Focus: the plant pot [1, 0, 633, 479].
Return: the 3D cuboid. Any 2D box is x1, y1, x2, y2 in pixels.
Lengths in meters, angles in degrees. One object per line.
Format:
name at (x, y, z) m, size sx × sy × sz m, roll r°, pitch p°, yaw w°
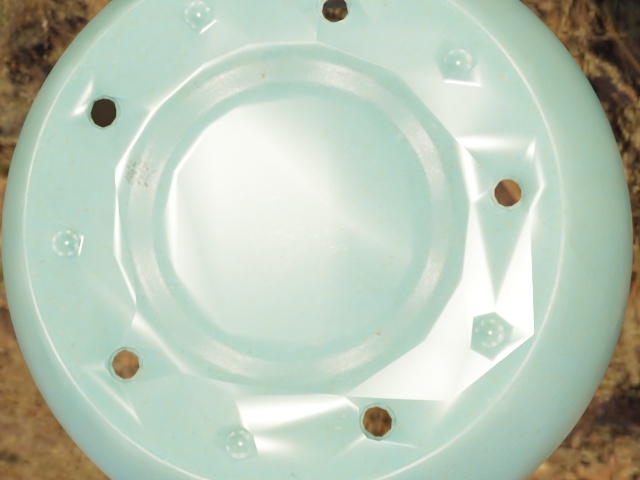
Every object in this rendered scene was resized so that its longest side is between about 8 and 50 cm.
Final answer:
plant pot at (0.000, 0.000, 0.444) m, size 0.293 × 0.293 × 0.235 m, roll 9°, pitch 176°, yaw 6°
